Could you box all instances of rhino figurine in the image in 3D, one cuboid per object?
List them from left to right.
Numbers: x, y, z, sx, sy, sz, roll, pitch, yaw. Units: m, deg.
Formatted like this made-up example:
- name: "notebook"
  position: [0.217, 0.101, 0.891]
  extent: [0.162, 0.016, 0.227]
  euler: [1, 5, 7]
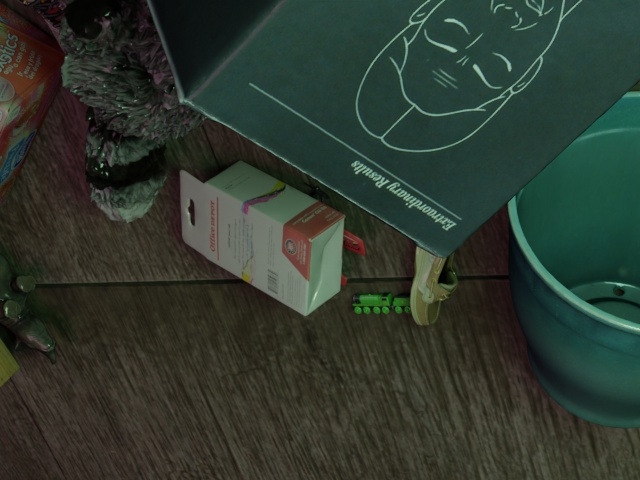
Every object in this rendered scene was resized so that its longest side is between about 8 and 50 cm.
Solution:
- name: "rhino figurine"
  position: [-0.430, 0.074, 1.797]
  extent: [0.106, 0.073, 0.243]
  euler: [-3, 127, 54]

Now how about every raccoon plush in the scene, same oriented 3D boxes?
- name: "raccoon plush"
  position: [-0.083, -0.174, 1.376]
  extent: [0.299, 0.216, 0.446]
  euler: [14, 151, 5]

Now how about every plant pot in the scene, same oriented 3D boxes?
- name: "plant pot"
  position: [0.299, 0.042, 1.264]
  extent: [0.272, 0.271, 0.255]
  euler: [20, 147, 13]

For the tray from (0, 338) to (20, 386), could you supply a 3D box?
- name: "tray"
  position: [-0.606, 0.041, 1.845]
  extent: [0.203, 0.076, 0.411]
  euler: [-3, 125, 43]

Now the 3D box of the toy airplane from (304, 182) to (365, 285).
- name: "toy airplane"
  position: [0.000, 0.000, 1.533]
  extent: [0.151, 0.028, 0.151]
  euler: [26, 133, 31]

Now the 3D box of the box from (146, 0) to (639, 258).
- name: "box"
  position: [0.107, -0.229, 1.008]
  extent: [0.395, 0.212, 0.293]
  euler: [-44, 131, 19]

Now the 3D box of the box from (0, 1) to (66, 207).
- name: "box"
  position: [-0.435, -0.136, 1.585]
  extent: [0.154, 0.142, 0.300]
  euler: [35, 134, -1]

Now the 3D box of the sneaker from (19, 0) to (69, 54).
- name: "sneaker"
  position: [-0.295, -0.269, 1.438]
  extent: [0.088, 0.092, 0.225]
  euler: [-8, 121, 33]

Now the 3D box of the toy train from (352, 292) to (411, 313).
- name: "toy train"
  position: [0.074, 0.073, 1.563]
  extent: [0.083, 0.017, 0.023]
  euler: [-2, 115, 30]

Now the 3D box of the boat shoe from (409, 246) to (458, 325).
- name: "boat shoe"
  position: [0.130, 0.045, 1.487]
  extent: [0.045, 0.050, 0.135]
  euler: [18, 132, 23]

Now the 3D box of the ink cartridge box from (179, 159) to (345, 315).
- name: "ink cartridge box"
  position: [-0.070, -0.013, 1.518]
  extent: [0.198, 0.067, 0.115]
  euler: [29, 135, 28]
